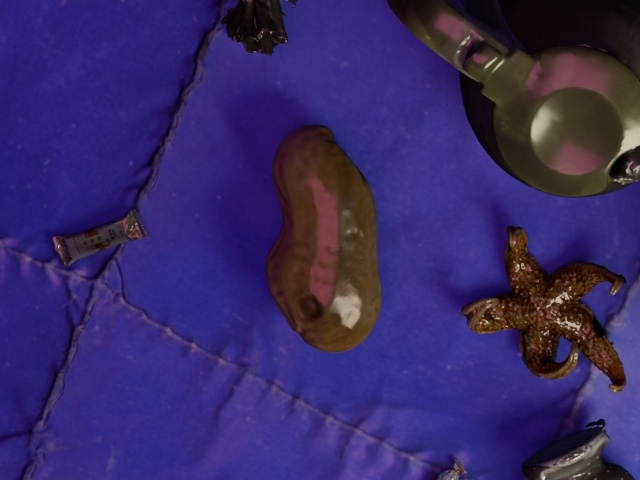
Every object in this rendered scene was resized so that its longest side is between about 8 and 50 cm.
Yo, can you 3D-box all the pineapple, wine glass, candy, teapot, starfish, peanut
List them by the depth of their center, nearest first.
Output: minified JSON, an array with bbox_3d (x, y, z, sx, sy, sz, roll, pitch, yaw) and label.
[{"bbox_3d":[0.222,-0.179,1.844,0.239,0.239,0.322,-24,106,18],"label":"teapot"},{"bbox_3d":[-0.075,-0.309,1.979,0.125,0.125,0.251,-1,108,15],"label":"pineapple"},{"bbox_3d":[0.243,0.073,2.001,0.190,0.074,0.146,36,110,4],"label":"starfish"},{"bbox_3d":[0.288,0.296,2.022,0.111,0.111,0.204,-24,93,18],"label":"wine glass"},{"bbox_3d":[0.000,0.000,2.031,0.120,0.110,0.236,-4,100,29],"label":"peanut"},{"bbox_3d":[0.126,0.268,2.105,0.030,0.020,0.083,44,107,1],"label":"candy"}]

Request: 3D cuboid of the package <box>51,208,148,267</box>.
[{"bbox_3d":[-0.239,-0.003,2.142,0.110,0.015,0.037,-19,103,19],"label":"package"}]
